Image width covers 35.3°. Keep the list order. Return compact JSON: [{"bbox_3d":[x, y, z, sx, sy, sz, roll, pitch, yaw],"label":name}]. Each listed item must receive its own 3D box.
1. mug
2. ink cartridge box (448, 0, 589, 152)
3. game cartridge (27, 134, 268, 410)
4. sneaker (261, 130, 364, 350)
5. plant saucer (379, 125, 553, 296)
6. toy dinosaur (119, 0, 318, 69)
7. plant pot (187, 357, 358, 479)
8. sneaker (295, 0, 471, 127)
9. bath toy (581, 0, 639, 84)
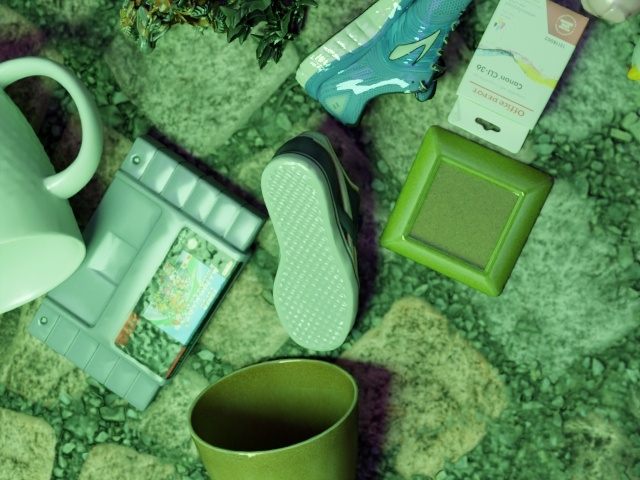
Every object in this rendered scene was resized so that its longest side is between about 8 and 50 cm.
[{"bbox_3d":[-0.472,-0.104,1.390,0.374,0.276,0.328,-28,75,8],"label":"mug"},{"bbox_3d":[0.256,-0.223,1.329,0.115,0.067,0.198,26,103,6],"label":"ink cartridge box"},{"bbox_3d":[-0.257,0.053,1.483,0.230,0.068,0.355,35,104,8],"label":"game cartridge"},{"bbox_3d":[0.000,0.000,1.399,0.126,0.127,0.321,6,125,16],"label":"sneaker"},{"bbox_3d":[0.198,-0.036,1.383,0.188,0.045,0.188,24,103,6],"label":"plant saucer"},{"bbox_3d":[-0.126,-0.363,1.349,0.322,0.164,0.218,-46,73,30],"label":"toy dinosaur"},{"bbox_3d":[-0.044,0.334,1.416,0.237,0.237,0.254,-6,112,12],"label":"plant pot"},{"bbox_3d":[0.131,-0.270,1.331,0.330,0.130,0.147,-36,99,22],"label":"sneaker"},{"bbox_3d":[0.383,-0.337,1.253,0.151,0.129,0.348,-21,95,34],"label":"bath toy"}]
